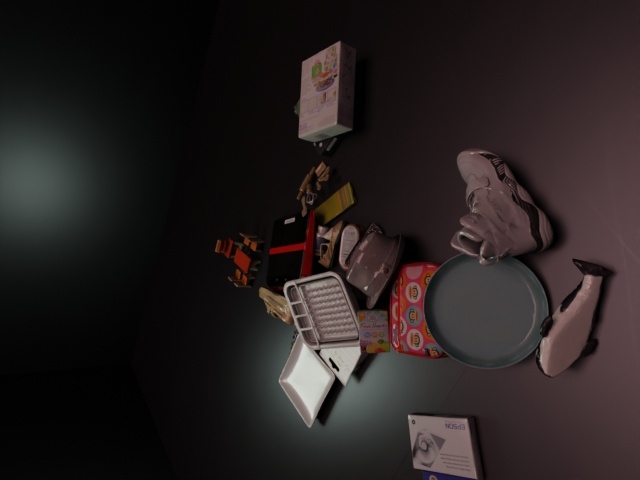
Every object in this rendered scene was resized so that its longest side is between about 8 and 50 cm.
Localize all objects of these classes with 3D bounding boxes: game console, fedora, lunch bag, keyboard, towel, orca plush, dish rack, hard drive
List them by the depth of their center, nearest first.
[{"bbox_3d":[0.589,0.184,1.060,0.102,0.151,0.287,-136,53,-79],"label":"orca plush"},{"bbox_3d":[0.315,0.215,1.373,0.258,0.120,0.293,-8,79,54],"label":"lunch bag"},{"bbox_3d":[0.171,0.080,1.464,0.275,0.124,0.244,-62,4,16],"label":"fedora"},{"bbox_3d":[0.166,0.034,1.599,0.100,0.038,0.192,38,107,25],"label":"keyboard"},{"bbox_3d":[0.022,0.257,1.604,0.333,0.072,0.286,-19,92,47],"label":"dish rack"},{"bbox_3d":[0.060,-0.143,1.794,0.237,0.021,0.102,-36,54,43],"label":"towel"},{"bbox_3d":[0.016,-0.555,1.863,0.237,0.064,0.339,-52,50,32],"label":"hard drive"},{"bbox_3d":[-0.132,0.053,1.918,0.386,0.060,0.342,-9,71,60],"label":"game console"}]

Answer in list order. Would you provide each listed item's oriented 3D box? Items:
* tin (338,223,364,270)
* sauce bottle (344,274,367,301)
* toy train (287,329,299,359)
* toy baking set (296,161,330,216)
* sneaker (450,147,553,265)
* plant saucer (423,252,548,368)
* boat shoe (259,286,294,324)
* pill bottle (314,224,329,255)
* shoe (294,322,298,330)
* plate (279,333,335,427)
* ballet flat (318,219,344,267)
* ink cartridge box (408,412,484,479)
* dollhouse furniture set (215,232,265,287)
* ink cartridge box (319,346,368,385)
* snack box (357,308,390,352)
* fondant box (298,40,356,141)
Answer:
[{"bbox_3d":[0.120,0.028,1.686,0.106,0.040,0.190,6,90,54],"label":"tin"},{"bbox_3d":[0.046,0.208,1.692,0.344,0.111,0.111,-24,67,46],"label":"sauce bottle"},{"bbox_3d":[-0.112,0.466,1.910,0.036,0.027,0.158,23,103,45],"label":"toy train"},{"bbox_3d":[-0.040,-0.226,1.838,0.256,0.030,0.197,-61,24,-1],"label":"toy baking set"},{"bbox_3d":[0.432,-0.096,1.174,0.137,0.210,0.366,86,160,-58],"label":"sneaker"},{"bbox_3d":[0.445,0.186,1.184,0.317,0.043,0.318,-3,82,21],"label":"plant saucer"},{"bbox_3d":[-0.199,0.286,1.927,0.341,0.121,0.110,10,79,62],"label":"boat shoe"},{"bbox_3d":[0.000,0.000,1.806,0.067,0.067,0.120,26,106,48],"label":"pill bottle"},{"bbox_3d":[-0.047,0.382,1.811,0.219,0.076,0.058,33,114,55],"label":"shoe"},{"bbox_3d":[-0.052,0.579,1.810,0.278,0.045,0.277,42,116,44],"label":"plate"},{"bbox_3d":[0.039,0.010,1.748,0.073,0.067,0.206,-67,-6,-80],"label":"ballet flat"},{"bbox_3d":[0.372,0.642,1.297,0.223,0.045,0.224,-22,69,46],"label":"ink cartridge box"},{"bbox_3d":[-0.431,0.081,2.254,0.259,0.135,0.262,32,109,47],"label":"dollhouse furniture set"},{"bbox_3d":[0.100,0.402,1.654,0.189,0.066,0.232,44,126,43],"label":"ink cartridge box"},{"bbox_3d":[0.177,0.302,1.443,0.100,0.037,0.141,-4,94,6],"label":"snack box"},{"bbox_3d":[0.025,-0.586,1.734,0.238,0.096,0.330,-3,84,50],"label":"fondant box"}]
